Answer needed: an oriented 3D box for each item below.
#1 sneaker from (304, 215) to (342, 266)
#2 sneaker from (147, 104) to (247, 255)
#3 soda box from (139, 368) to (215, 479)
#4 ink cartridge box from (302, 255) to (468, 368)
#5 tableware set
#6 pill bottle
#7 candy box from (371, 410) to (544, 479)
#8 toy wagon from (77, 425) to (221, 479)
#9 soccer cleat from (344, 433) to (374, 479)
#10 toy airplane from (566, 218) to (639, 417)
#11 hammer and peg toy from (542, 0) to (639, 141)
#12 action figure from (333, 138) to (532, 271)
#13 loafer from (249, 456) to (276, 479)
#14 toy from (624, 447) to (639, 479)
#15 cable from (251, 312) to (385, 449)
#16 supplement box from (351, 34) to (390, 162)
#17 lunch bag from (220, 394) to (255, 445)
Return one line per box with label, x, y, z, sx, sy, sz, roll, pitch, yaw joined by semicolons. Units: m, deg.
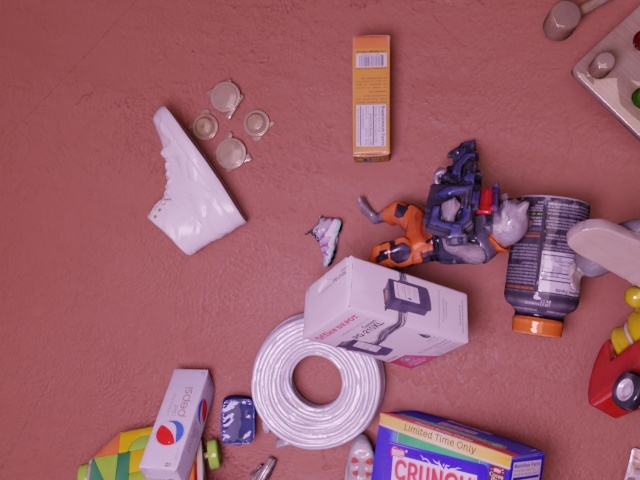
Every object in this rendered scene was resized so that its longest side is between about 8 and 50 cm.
sneaker;0.000;0.000;1.326;0.069;0.038;0.098;13;79;12
sneaker;-0.294;-0.114;1.346;0.169;0.108;0.293;-33;83;3
soda box;-0.264;0.348;1.264;0.073;0.069;0.216;1;42;10
ink cartridge box;0.109;0.131;1.171;0.237;0.172;0.100;19;57;-21
tableware set;-0.187;-0.235;1.380;0.168;0.020;0.141;45;96;8
pill bottle;0.401;0.048;1.206;0.130;0.130;0.246;8;88;10
candy box;0.215;0.481;1.155;0.268;0.122;0.317;6;85;44
toy wagon;-0.312;0.486;1.215;0.267;0.344;0.068;-10;126;-4
soccer cleat;0.072;0.461;1.270;0.068;0.076;0.196;9;108;3
toy airplane;0.598;0.089;1.087;0.384;0.272;0.386;-16;115;7
hammer and peg toy;0.594;-0.345;1.200;0.266;0.127;0.361;-42;81;5
action figure;0.219;-0.035;1.218;0.330;0.341;0.179;-6;121;30
loafer;-0.129;0.473;1.312;0.039;0.045;0.125;28;94;17
toy;0.591;0.502;1.180;0.136;0.056;0.237;15;89;12
cable;-0.008;0.263;1.280;0.257;0.089;0.257;-10;85;9
supplement box;0.099;-0.271;1.305;0.080;0.078;0.234;2;87;7
lunch bag;-0.160;0.352;1.314;0.067;0.065;0.099;2;85;-6
